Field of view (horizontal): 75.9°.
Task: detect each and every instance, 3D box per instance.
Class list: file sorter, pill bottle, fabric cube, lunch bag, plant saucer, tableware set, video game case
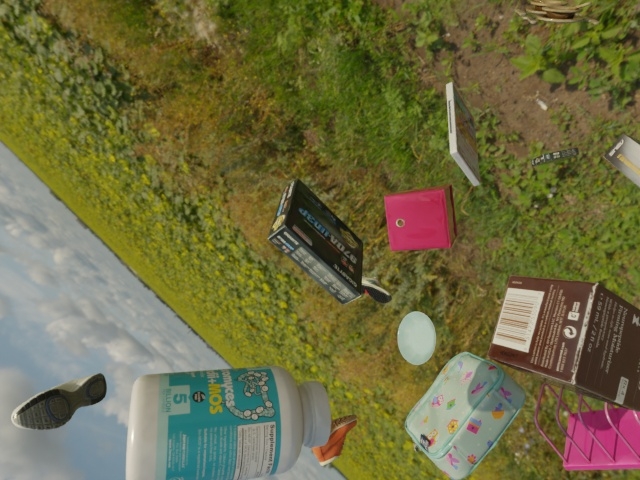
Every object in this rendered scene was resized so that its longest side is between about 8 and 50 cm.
[{"bbox_3d":[0.817,0.515,1.198,0.182,0.202,0.290,50,136,-3],"label":"file sorter"},{"bbox_3d":[-0.123,0.254,0.573,0.263,0.147,0.146,3,172,-21],"label":"pill bottle"},{"bbox_3d":[0.456,-0.102,1.838,0.257,0.259,0.255,-4,100,26],"label":"fabric cube"},{"bbox_3d":[0.334,0.413,0.999,0.108,0.279,0.224,44,173,-8],"label":"lunch bag"},{"bbox_3d":[0.371,0.368,1.546,0.037,0.195,0.194,12,177,-31],"label":"plant saucer"},{"bbox_3d":[0.493,-0.493,0.864,0.128,0.194,0.039,6,127,9],"label":"tableware set"},{"bbox_3d":[0.467,-0.346,1.339,0.025,0.286,0.204,-15,147,36],"label":"video game case"}]

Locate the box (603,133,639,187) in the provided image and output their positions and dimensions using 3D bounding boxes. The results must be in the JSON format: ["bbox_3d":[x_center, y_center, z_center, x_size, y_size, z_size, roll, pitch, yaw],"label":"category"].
[{"bbox_3d":[0.675,-0.098,0.754,0.230,0.183,0.056,18,126,-10],"label":"box"}]

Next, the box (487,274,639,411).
[{"bbox_3d":[0.450,0.178,0.737,0.203,0.169,0.167,25,169,-24],"label":"box"}]

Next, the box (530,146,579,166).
[{"bbox_3d":[0.570,-0.203,1.000,0.067,0.083,0.018,13,-114,-86],"label":"box"}]

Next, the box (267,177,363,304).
[{"bbox_3d":[0.000,0.000,0.840,0.051,0.175,0.220,-33,116,28],"label":"box"}]

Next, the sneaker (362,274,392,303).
[{"bbox_3d":[0.178,0.148,1.330,0.161,0.075,0.057,16,131,48],"label":"sneaker"}]

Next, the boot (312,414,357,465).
[{"bbox_3d":[0.046,0.544,1.125,0.085,0.157,0.059,65,151,5],"label":"boot"}]

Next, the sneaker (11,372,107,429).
[{"bbox_3d":[-0.789,0.488,1.230,0.297,0.129,0.111,17,-116,-77],"label":"sneaker"}]
